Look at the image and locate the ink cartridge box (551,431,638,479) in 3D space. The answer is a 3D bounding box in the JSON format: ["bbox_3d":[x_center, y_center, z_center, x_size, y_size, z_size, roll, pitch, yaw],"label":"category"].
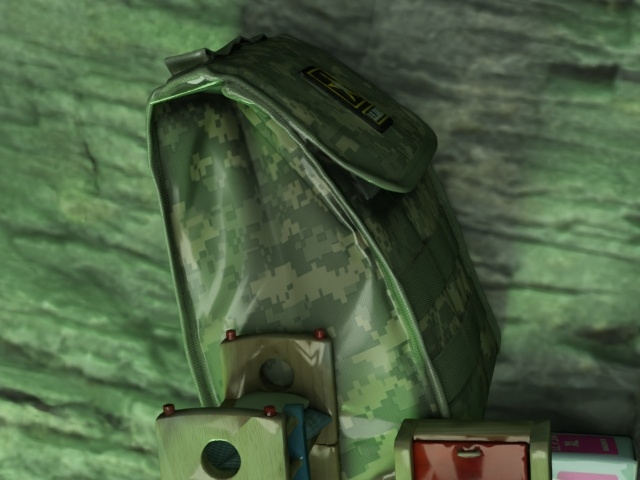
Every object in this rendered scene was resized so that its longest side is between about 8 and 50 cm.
[{"bbox_3d":[0.066,0.228,1.043,0.311,0.065,0.186,4,101,8],"label":"ink cartridge box"}]

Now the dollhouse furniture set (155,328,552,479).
[{"bbox_3d":[0.025,0.125,0.749,0.184,0.129,0.129,-1,105,12],"label":"dollhouse furniture set"}]

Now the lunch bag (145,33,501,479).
[{"bbox_3d":[0.000,0.000,0.915,0.169,0.235,0.287,-19,99,14],"label":"lunch bag"}]
